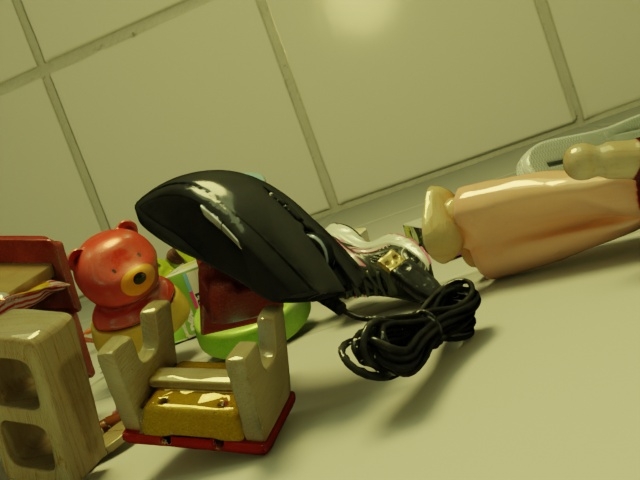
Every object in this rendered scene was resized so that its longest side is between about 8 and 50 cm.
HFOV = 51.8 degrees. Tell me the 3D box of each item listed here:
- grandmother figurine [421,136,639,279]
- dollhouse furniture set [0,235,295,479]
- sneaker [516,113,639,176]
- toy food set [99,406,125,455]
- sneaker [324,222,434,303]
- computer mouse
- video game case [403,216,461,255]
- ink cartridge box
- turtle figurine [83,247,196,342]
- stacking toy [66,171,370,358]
[{"bbox_3d":[0.267,-0.041,0.540,0.342,0.104,0.207,-13,-4,38],"label":"grandmother figurine"},{"bbox_3d":[-0.188,0.101,0.533,0.374,0.152,0.201,1,21,15],"label":"dollhouse furniture set"},{"bbox_3d":[0.324,-0.075,0.716,0.258,0.094,0.091,-7,-30,-8],"label":"sneaker"},{"bbox_3d":[-0.165,0.155,0.562,0.078,0.019,0.122,-12,18,42],"label":"toy food set"},{"bbox_3d":[0.039,0.037,0.670,0.077,0.072,0.178,-34,25,-27],"label":"sneaker"},{"bbox_3d":[0.000,0.000,0.493,0.262,0.060,0.184,30,21,32],"label":"computer mouse"},{"bbox_3d":[0.247,-0.040,0.909,0.232,0.042,0.210,-20,6,-4],"label":"video game case"},{"bbox_3d":[-0.209,0.090,1.000,0.255,0.097,0.189,-20,5,-5],"label":"ink cartridge box"},{"bbox_3d":[-0.307,0.083,1.201,0.217,0.087,0.269,-39,-11,36],"label":"turtle figurine"},{"bbox_3d":[-0.119,0.003,0.788,0.279,0.130,0.309,2,32,36],"label":"stacking toy"}]
